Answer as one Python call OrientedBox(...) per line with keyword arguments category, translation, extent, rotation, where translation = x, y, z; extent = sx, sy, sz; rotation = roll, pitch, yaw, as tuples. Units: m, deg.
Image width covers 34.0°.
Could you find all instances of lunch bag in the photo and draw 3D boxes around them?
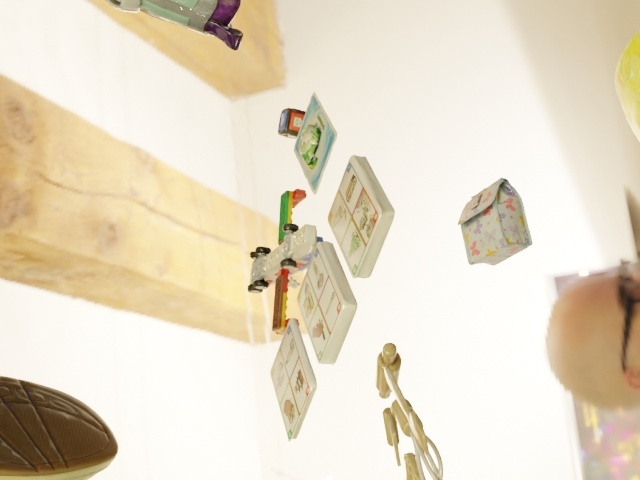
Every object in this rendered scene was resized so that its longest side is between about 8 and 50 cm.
OrientedBox(category="lunch bag", translation=(0.193, -0.021, 1.183), extent=(0.053, 0.071, 0.083), rotation=(4, -112, -31))

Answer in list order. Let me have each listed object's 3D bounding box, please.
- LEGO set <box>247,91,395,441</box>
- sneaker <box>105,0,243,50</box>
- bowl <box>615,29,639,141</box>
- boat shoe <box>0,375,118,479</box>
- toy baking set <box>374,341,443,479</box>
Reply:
OrientedBox(category="LEGO set", translation=(0.000, 0.000, 0.755), extent=(0.244, 0.060, 0.182), rotation=(-114, 39, -56))
OrientedBox(category="sneaker", translation=(-0.049, -0.214, 0.662), extent=(0.223, 0.098, 0.083), rotation=(-65, 3, -25))
OrientedBox(category="bowl", translation=(0.405, -0.098, 0.871), extent=(0.289, 0.289, 0.156), rotation=(41, -140, -59))
OrientedBox(category="boat shoe", translation=(-0.266, 0.156, 0.688), extent=(0.285, 0.089, 0.104), rotation=(3, -148, -47))
OrientedBox(category="toy baking set", translation=(0.106, 0.218, 1.224), extent=(0.256, 0.030, 0.197), rotation=(87, 165, -58))
